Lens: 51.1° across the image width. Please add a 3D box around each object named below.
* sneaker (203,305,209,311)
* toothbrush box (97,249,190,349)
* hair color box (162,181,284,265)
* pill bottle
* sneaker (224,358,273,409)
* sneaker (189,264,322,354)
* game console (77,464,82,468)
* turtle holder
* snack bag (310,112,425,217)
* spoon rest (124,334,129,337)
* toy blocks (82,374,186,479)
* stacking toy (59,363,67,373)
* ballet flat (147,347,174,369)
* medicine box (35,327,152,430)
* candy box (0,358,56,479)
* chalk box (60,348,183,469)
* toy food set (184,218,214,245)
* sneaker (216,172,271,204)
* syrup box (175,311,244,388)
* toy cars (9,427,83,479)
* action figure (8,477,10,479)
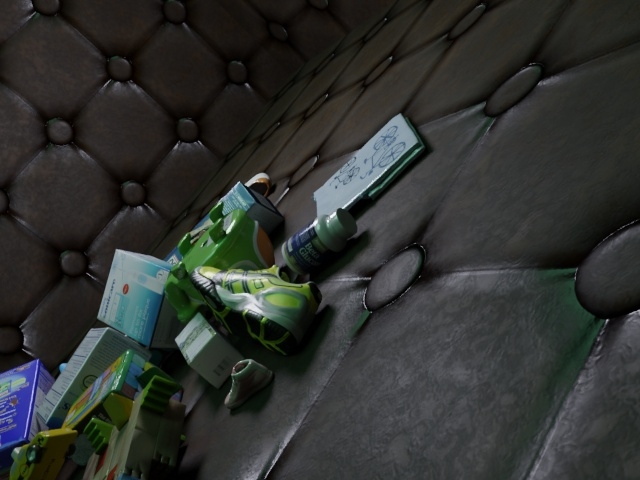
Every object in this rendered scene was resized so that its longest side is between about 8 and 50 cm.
[{"bbox_3d":[-0.281,0.105,1.921,0.283,0.110,0.122,-50,27,4],"label":"sneaker"},{"bbox_3d":[-0.487,0.164,1.906,0.295,0.126,0.217,16,90,44],"label":"toothbrush box"},{"bbox_3d":[-0.293,-0.001,2.024,0.347,0.174,0.105,-45,60,8],"label":"hair color box"},{"bbox_3d":[0.000,0.000,1.516,0.169,0.094,0.094,-37,21,30],"label":"pill bottle"},{"bbox_3d":[-0.162,0.283,1.343,0.134,0.070,0.051,-39,22,27],"label":"sneaker"},{"bbox_3d":[-0.143,0.126,1.460,0.384,0.145,0.147,20,56,44],"label":"sneaker"},{"bbox_3d":[-0.616,0.573,1.863,0.122,0.071,0.107,-31,54,43],"label":"game console"},{"bbox_3d":[-0.255,0.084,1.708,0.320,0.227,0.243,-52,20,-11],"label":"turtle holder"},{"bbox_3d":[0.111,-0.168,1.705,0.342,0.037,0.323,-42,18,14],"label":"snack bag"},{"bbox_3d":[-0.620,0.317,2.280,0.137,0.084,0.276,-37,22,29],"label":"spoon rest"},{"bbox_3d":[-0.390,0.485,1.313,0.381,0.190,0.261,-49,24,31],"label":"toy blocks"},{"bbox_3d":[-0.769,0.545,2.084,0.175,0.165,0.302,42,106,43],"label":"stacking toy"},{"bbox_3d":[-0.470,0.329,1.955,0.222,0.076,0.079,-62,4,-36],"label":"ballet flat"},{"bbox_3d":[-0.627,0.397,1.844,0.263,0.149,0.289,-15,43,61],"label":"medicine box"},{"bbox_3d":[-0.927,0.534,1.942,0.268,0.122,0.317,-21,36,1],"label":"candy box"},{"bbox_3d":[-0.452,0.397,1.590,0.289,0.180,0.179,-42,19,13],"label":"chalk box"},{"bbox_3d":[-0.340,0.036,1.908,0.132,0.038,0.192,-29,61,20],"label":"toy food set"},{"bbox_3d":[-0.296,-0.131,2.426,0.290,0.106,0.123,-44,16,7],"label":"sneaker"},{"bbox_3d":[-0.268,0.256,1.592,0.093,0.096,0.237,-49,18,-9],"label":"syrup box"},{"bbox_3d":[-0.595,0.536,1.454,0.176,0.087,0.394,-35,-36,-36],"label":"toy cars"},{"bbox_3d":[-0.886,0.656,1.984,0.164,0.141,0.276,-15,50,7],"label":"action figure"}]
